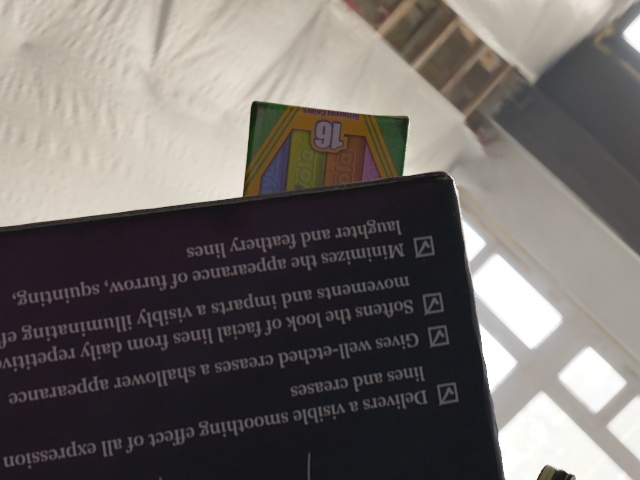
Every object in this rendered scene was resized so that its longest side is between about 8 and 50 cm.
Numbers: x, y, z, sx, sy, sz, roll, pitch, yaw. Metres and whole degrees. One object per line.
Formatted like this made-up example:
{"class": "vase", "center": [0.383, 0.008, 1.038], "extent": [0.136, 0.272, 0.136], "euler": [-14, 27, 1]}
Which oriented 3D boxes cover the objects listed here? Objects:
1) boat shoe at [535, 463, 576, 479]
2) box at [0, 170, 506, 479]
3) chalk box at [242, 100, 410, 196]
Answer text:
{"class": "boat shoe", "center": [0.202, 0.301, 0.907], "extent": [0.080, 0.073, 0.224], "euler": [63, -143, -51]}
{"class": "box", "center": [-0.053, 0.183, 0.643], "extent": [0.293, 0.396, 0.212], "euler": [-7, -7, -10]}
{"class": "chalk box", "center": [0.000, 0.000, 0.910], "extent": [0.132, 0.132, 0.213], "euler": [-33, -51, -88]}
